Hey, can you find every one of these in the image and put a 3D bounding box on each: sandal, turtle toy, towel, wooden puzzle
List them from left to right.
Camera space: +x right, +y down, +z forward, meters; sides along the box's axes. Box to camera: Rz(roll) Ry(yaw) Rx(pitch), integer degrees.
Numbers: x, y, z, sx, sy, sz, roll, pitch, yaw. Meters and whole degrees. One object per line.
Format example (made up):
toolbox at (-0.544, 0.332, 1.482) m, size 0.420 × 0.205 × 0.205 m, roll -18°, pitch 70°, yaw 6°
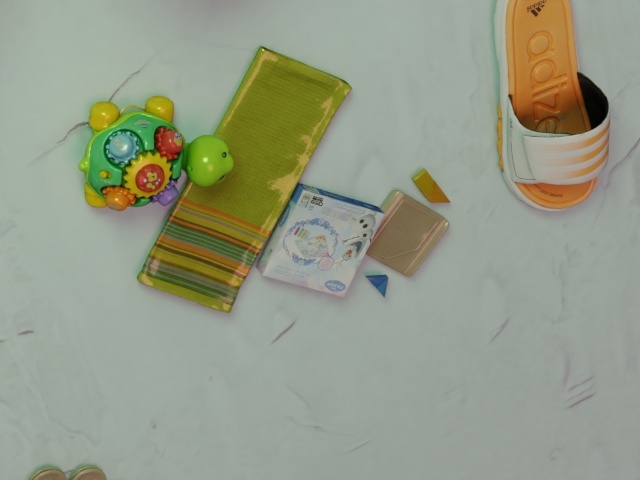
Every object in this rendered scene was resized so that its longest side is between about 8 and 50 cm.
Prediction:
turtle toy at (-0.137, -0.066, 1.555) m, size 0.130 × 0.066 × 0.095 m, roll -8°, pitch 122°, yaw -25°
towel at (-0.066, -0.049, 1.636) m, size 0.102 × 0.021 × 0.237 m, roll 18°, pitch 109°, yaw -37°
wooden puzzle at (0.076, -0.008, 1.748) m, size 0.116 × 0.014 × 0.078 m, roll -48°, pitch 125°, yaw 5°
sandal at (0.213, -0.122, 1.711) m, size 0.102 × 0.076 × 0.265 m, roll -26°, pitch 128°, yaw -13°

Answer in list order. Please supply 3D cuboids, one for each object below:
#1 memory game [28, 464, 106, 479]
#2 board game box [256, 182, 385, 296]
memory game at (-0.251, 0.285, 1.745) m, size 0.186 × 0.012 × 0.186 m, roll -14°, pitch 124°, yaw -22°
board game box at (0.000, 0.000, 1.700) m, size 0.090 × 0.020 × 0.090 m, roll 16°, pitch 109°, yaw -30°
